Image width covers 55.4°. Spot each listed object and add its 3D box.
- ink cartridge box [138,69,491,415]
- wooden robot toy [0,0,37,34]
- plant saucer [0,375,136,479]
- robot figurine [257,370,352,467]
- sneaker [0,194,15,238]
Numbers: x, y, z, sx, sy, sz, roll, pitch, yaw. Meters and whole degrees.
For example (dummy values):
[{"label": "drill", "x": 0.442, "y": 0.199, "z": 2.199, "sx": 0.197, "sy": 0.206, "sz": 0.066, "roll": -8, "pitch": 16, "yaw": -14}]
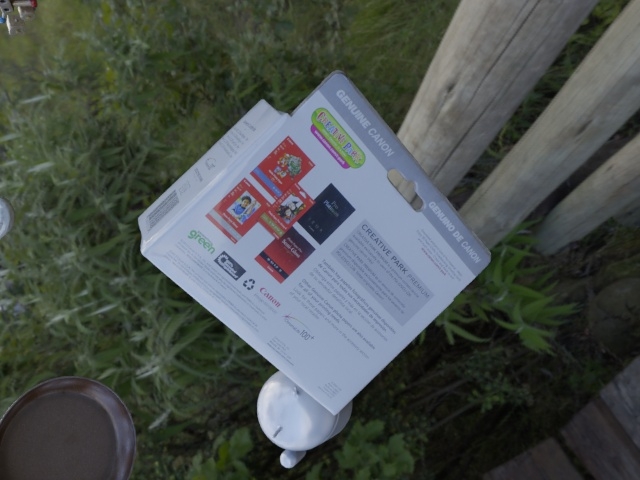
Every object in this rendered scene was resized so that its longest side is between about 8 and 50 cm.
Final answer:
[{"label": "ink cartridge box", "x": 0.000, "y": 0.000, "z": 0.712, "sx": 0.309, "sy": 0.272, "sz": 0.130, "roll": 46, "pitch": -179, "yaw": -26}, {"label": "wooden robot toy", "x": -0.574, "y": -0.464, "z": 1.134, "sx": 0.173, "sy": 0.076, "sz": 0.079, "roll": 128, "pitch": 125, "yaw": -69}, {"label": "plant saucer", "x": -0.543, "y": 0.447, "z": 1.295, "sx": 0.050, "sy": 0.311, "sz": 0.310, "roll": -19, "pitch": 92, "yaw": 43}, {"label": "robot figurine", "x": -0.036, "y": 0.416, "z": 1.543, "sx": 0.353, "sy": 0.200, "sz": 0.299, "roll": 31, "pitch": -110, "yaw": -72}, {"label": "sneaker", "x": -0.702, "y": -0.021, "z": 1.088, "sx": 0.150, "sy": 0.366, "sz": 0.135, "roll": -87, "pitch": -17, "yaw": -74}]
